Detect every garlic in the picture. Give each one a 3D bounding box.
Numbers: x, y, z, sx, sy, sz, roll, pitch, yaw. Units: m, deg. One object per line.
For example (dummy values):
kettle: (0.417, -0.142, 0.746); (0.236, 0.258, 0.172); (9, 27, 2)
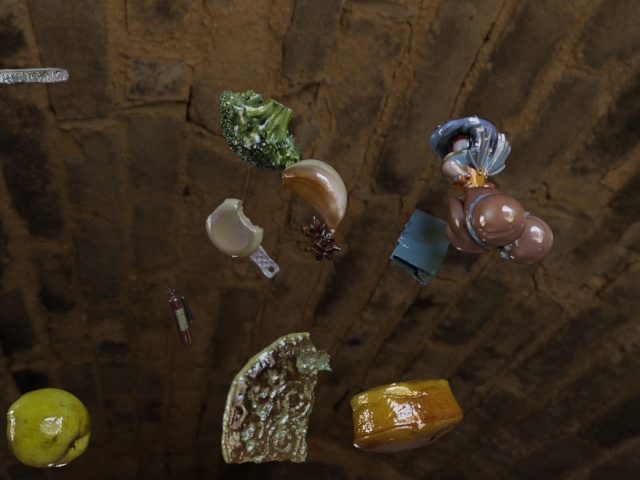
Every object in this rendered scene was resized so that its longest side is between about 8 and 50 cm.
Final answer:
garlic: (0.008, -0.123, 1.542); (0.207, 0.128, 0.115); (52, -29, -1)

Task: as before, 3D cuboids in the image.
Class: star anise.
star anise: (0.000, 0.000, 1.981); (0.057, 0.168, 0.168); (-26, -21, -37)

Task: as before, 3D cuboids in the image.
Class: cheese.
cheese: (-0.237, 0.002, 1.986); (0.286, 0.082, 0.163); (45, -77, -2)

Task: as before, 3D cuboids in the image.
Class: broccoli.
broccoli: (-0.151, -0.275, 1.569); (0.226, 0.198, 0.176); (19, -66, 9)

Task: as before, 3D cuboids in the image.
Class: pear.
pear: (-0.662, 0.456, 1.516); (0.199, 0.200, 0.200); (-2, -37, -1)

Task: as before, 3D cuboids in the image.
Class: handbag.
handbag: (0.296, 0.011, 1.805); (0.144, 0.221, 0.057); (33, -40, 0)

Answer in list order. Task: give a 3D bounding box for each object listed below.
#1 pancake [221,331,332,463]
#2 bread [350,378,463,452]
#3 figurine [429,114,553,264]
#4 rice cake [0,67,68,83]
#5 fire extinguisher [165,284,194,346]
pancake: (-0.131, 0.467, 1.858); (0.304, 0.427, 0.066); (27, -21, -26)
bread: (0.191, 0.397, 1.404); (0.269, 0.143, 0.195); (2, -26, -31)
figurine: (0.431, -0.124, 1.626); (0.276, 0.389, 0.248); (23, -35, -40)
rice cake: (-0.685, -0.386, 1.465); (0.206, 0.036, 0.047); (4, 9, 20)
fire extinguisher: (-0.361, 0.194, 1.627); (0.048, 0.035, 0.173); (-13, -70, -4)
